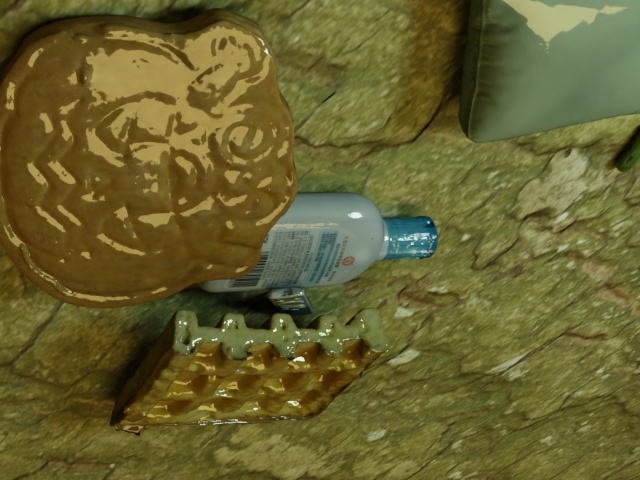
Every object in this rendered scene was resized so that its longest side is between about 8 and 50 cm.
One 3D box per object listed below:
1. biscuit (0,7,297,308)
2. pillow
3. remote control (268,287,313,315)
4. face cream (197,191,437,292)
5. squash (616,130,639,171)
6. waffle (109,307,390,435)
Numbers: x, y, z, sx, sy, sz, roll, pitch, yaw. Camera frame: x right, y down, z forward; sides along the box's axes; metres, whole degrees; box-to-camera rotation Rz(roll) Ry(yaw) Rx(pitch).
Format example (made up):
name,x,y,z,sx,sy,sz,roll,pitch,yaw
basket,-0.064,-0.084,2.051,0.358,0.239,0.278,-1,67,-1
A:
name,x,y,z,sx,sy,sz,roll,pitch,yaw
biscuit,-0.206,-0.080,1.324,0.365,0.062,0.385,-7,128,-9
pillow,0.332,-0.249,1.409,0.322,0.119,0.255,-11,137,-11
remote control,-0.041,0.083,1.612,0.050,0.027,0.184,-7,169,2
face cream,0.000,0.000,1.554,0.337,0.080,0.163,-3,137,-23
squash,0.463,-0.132,1.670,0.027,0.027,0.083,7,131,-31
waffle,-0.110,0.197,1.677,0.348,0.077,0.304,2,150,-28
